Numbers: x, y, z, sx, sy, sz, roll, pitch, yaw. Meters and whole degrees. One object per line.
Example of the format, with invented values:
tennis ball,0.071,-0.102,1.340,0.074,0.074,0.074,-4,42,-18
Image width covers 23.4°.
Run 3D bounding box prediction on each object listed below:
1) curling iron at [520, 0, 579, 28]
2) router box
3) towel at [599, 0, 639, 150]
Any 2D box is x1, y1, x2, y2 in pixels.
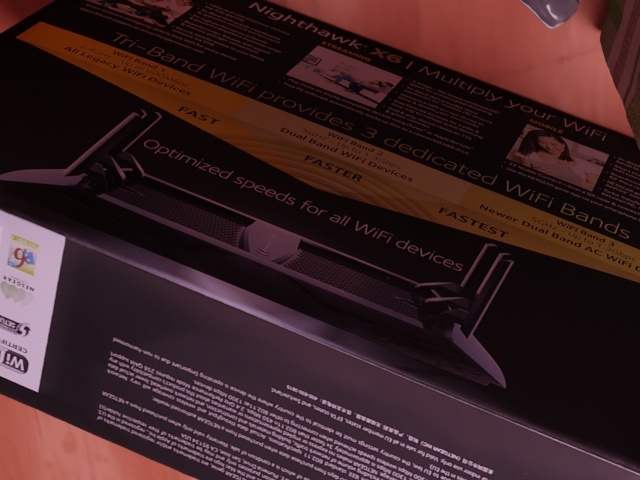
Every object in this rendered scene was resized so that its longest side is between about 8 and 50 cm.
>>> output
curling iron,0.022,-0.200,0.633,0.068,0.035,0.274,-29,102,31
router box,0.000,0.000,0.620,0.309,0.243,0.081,22,121,11
towel,0.138,-0.095,0.575,0.023,0.152,0.113,10,120,-5
